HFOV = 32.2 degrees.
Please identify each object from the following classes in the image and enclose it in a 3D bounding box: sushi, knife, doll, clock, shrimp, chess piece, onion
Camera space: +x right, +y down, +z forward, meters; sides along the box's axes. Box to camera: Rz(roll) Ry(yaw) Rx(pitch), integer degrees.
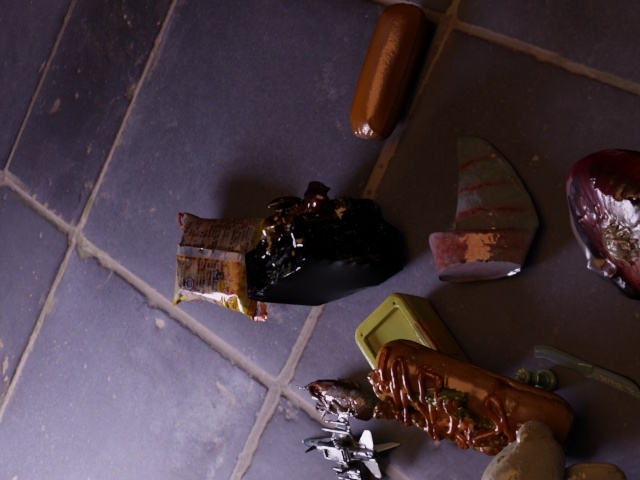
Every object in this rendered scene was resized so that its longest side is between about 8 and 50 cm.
[{"bbox_3d":[0.000,0.000,2.130,0.227,0.216,0.212,-37,51,52],"label":"sushi"},{"bbox_3d":[0.439,0.212,1.813,0.210,0.015,0.028,21,87,40],"label":"knife"},{"bbox_3d":[0.369,0.407,1.703,0.175,0.278,0.149,-57,10,-16],"label":"doll"},{"bbox_3d":[0.168,0.205,1.990,0.143,0.096,0.202,-45,56,20],"label":"clock"},{"bbox_3d":[0.029,0.299,2.106,0.190,0.075,0.073,8,104,35],"label":"shrimp"},{"bbox_3d":[0.353,0.228,1.829,0.042,0.093,0.042,-13,69,38],"label":"chess piece"},{"bbox_3d":[0.507,-0.036,1.700,0.195,0.272,0.272,-33,51,-14],"label":"onion"}]

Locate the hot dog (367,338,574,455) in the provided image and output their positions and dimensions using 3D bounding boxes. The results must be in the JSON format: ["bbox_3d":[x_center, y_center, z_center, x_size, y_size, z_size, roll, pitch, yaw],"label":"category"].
[{"bbox_3d":[0.238,0.278,1.807,0.349,0.117,0.158,20,137,15],"label":"hot dog"}]

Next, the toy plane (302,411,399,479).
[{"bbox_3d":[0.033,0.393,2.072,0.234,0.082,0.159,-7,102,39],"label":"toy plane"}]

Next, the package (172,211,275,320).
[{"bbox_3d":[-0.215,0.050,2.343,0.288,0.108,0.223,2,83,38],"label":"package"}]

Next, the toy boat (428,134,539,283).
[{"bbox_3d":[0.291,-0.071,1.976,0.206,0.096,0.282,-12,59,31],"label":"toy boat"}]

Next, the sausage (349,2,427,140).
[{"bbox_3d":[0.130,-0.325,2.145,0.105,0.105,0.274,19,92,41],"label":"sausage"}]
